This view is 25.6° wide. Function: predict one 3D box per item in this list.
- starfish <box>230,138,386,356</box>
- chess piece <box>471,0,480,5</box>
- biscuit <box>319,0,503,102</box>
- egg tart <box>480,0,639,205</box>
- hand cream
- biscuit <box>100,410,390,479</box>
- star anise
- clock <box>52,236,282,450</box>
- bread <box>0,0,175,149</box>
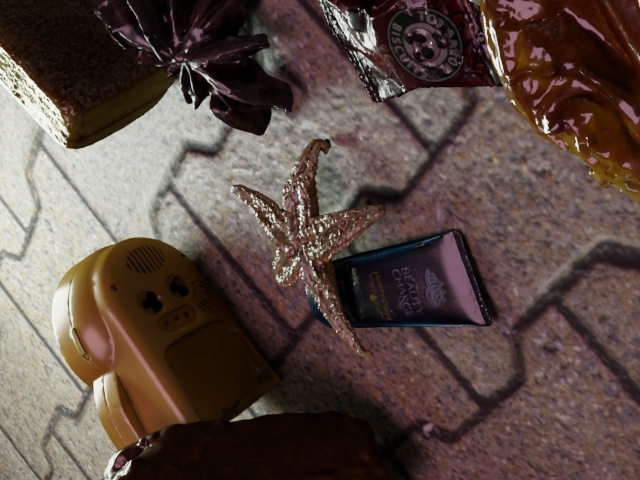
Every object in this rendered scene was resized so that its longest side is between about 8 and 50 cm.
[{"bbox_3d":[-0.004,0.001,1.710,0.295,0.048,0.231,57,136,23],"label":"starfish"},{"bbox_3d":[0.167,-0.293,1.304,0.059,0.059,0.149,31,133,34],"label":"chess piece"},{"bbox_3d":[0.091,-0.216,1.456,0.235,0.063,0.151,-5,124,49],"label":"biscuit"},{"bbox_3d":[0.282,-0.195,1.139,0.351,0.153,0.340,29,137,37],"label":"egg tart"},{"bbox_3d":[0.091,0.056,1.703,0.270,0.061,0.120,-10,103,48],"label":"hand cream"},{"bbox_3d":[-0.109,0.382,1.944,0.343,0.395,0.166,97,166,-53],"label":"biscuit"},{"bbox_3d":[-0.144,-0.236,1.699,0.282,0.129,0.212,32,147,20],"label":"star anise"},{"bbox_3d":[-0.241,0.146,2.049,0.200,0.244,0.317,-33,85,37],"label":"clock"},{"bbox_3d":[-0.334,-0.244,1.875,0.234,0.184,0.110,45,149,20],"label":"bread"}]
